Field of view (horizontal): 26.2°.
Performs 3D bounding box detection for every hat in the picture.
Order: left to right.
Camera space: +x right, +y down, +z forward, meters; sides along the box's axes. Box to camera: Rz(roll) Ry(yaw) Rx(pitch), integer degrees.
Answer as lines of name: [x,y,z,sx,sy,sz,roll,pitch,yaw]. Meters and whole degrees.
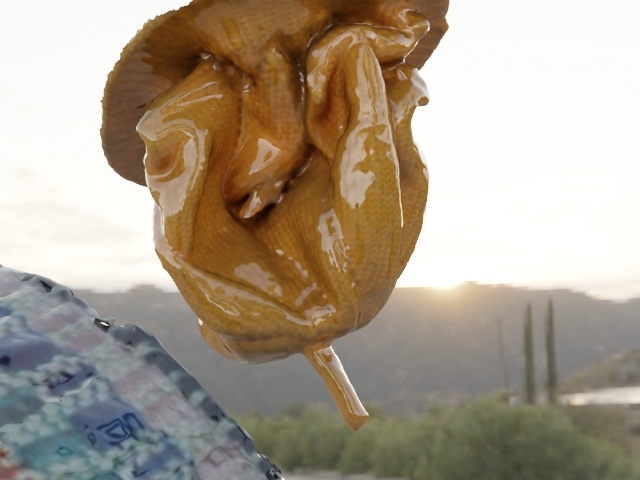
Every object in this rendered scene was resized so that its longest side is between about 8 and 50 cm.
hat: [0.000,0.000,0.810,0.244,0.233,0.233,-20,-24,7]

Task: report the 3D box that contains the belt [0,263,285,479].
belt: [-0.101,0.150,0.415,0.160,0.295,0.207,-25,-24,-50]
